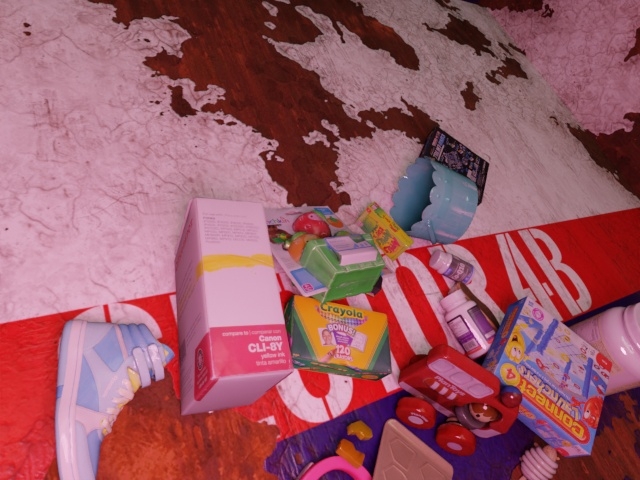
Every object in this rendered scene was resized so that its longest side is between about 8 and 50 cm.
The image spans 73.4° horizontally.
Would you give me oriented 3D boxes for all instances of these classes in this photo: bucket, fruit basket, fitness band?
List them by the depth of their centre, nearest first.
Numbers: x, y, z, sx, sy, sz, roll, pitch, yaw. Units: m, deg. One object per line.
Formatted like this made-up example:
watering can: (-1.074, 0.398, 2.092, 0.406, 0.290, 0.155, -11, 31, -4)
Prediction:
fitness band: (0.010, 0.592, 0.881, 0.209, 0.054, 0.291, 44, 50, 5)
fruit basket: (0.000, 0.000, 1.199, 0.326, 0.165, 0.353, -6, 47, -38)
bucket: (0.374, -0.123, 1.433, 0.183, 0.281, 0.281, 19, 52, -15)

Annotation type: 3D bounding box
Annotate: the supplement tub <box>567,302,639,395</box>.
supplement tub: (0.912, 0.351, 1.351, 0.235, 0.325, 0.236, 14, 53, -20)

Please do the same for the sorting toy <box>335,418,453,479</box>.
sorting toy: (0.175, 0.530, 0.992, 0.307, 0.041, 0.229, 39, 28, 3)

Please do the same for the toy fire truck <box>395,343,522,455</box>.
toy fire truck: (0.351, 0.390, 1.070, 0.302, 0.254, 0.169, 34, 49, -3)

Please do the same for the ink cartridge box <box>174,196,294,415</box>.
ink cartridge box: (-0.208, 0.138, 0.926, 0.160, 0.279, 0.385, 2, 58, -28)

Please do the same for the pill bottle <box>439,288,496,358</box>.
pill bottle: (0.451, 0.252, 1.316, 0.108, 0.108, 0.194, -16, 67, -35)

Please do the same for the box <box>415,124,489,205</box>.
box: (0.548, -0.302, 1.776, 0.293, 0.073, 0.296, 32, 49, -4)

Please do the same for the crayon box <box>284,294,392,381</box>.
crayon box: (0.042, 0.255, 1.111, 0.278, 0.081, 0.166, 14, 53, -19)

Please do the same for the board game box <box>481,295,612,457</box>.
board game box: (0.625, 0.367, 1.193, 0.308, 0.086, 0.302, 39, 56, 5)

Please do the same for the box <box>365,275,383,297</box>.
box: (0.149, 0.116, 1.285, 0.062, 0.052, 0.083, 25, 49, -10)

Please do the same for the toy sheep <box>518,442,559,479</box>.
toy sheep: (0.581, 0.601, 1.150, 0.091, 0.132, 0.091, 35, 7, -5)

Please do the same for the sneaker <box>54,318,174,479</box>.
sneaker: (-0.385, 0.296, 0.826, 0.208, 0.127, 0.319, 1, 59, -26)

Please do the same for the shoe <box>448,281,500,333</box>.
shoe: (0.507, 0.231, 1.402, 0.219, 0.058, 0.076, 49, 30, 4)

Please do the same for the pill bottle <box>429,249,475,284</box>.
pill bottle: (0.441, 0.089, 1.443, 0.137, 0.078, 0.078, 26, 50, -9)

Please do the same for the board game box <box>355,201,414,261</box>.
board game box: (0.205, -0.028, 1.387, 0.181, 0.092, 0.043, 47, 49, 8)
